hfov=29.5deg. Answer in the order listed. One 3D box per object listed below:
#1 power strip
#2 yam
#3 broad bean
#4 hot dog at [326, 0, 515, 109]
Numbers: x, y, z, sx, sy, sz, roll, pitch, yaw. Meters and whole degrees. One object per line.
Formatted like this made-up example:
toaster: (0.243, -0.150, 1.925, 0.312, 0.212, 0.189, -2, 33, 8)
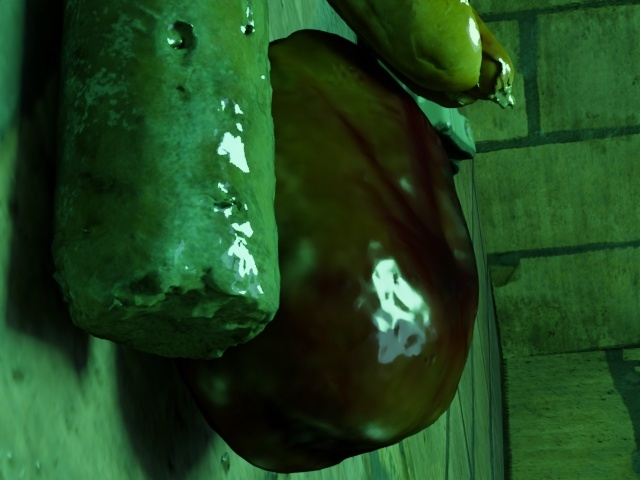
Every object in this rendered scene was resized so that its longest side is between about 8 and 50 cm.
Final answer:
power strip: (0.102, -0.159, 1.259, 0.251, 0.092, 0.257, 41, 41, -70)
yam: (-0.053, -0.051, 0.417, 0.078, 0.078, 0.179, 55, 30, -69)
broad bean: (-0.004, 0.000, 0.538, 0.156, 0.122, 0.229, 44, 27, -33)
hot dog: (0.011, -0.148, 0.568, 0.236, 0.062, 0.092, 50, 3, 6)
